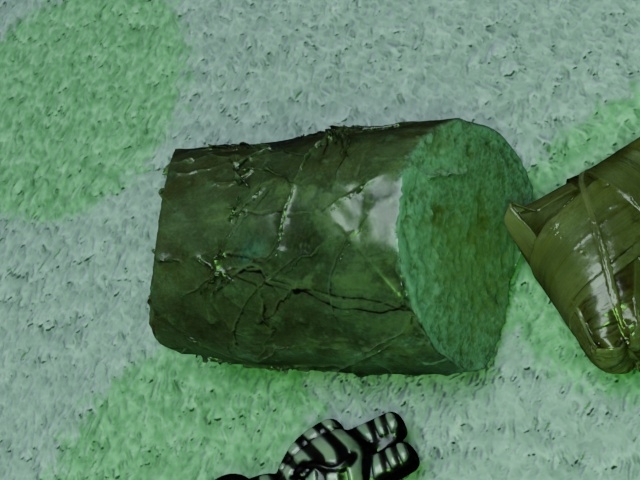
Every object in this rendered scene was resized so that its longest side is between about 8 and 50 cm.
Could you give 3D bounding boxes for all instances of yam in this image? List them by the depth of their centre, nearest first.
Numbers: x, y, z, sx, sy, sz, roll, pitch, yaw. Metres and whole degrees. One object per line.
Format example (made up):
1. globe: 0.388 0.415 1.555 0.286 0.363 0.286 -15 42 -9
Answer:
1. yam: -0.003 0.001 1.193 0.271 0.201 0.202 -4 63 34

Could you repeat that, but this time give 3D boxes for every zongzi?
1. zongzi: 0.246 0.000 1.126 0.176 0.078 0.160 -31 60 7

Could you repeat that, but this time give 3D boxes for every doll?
1. doll: -0.026 0.203 1.173 0.219 0.067 0.091 -27 52 7
